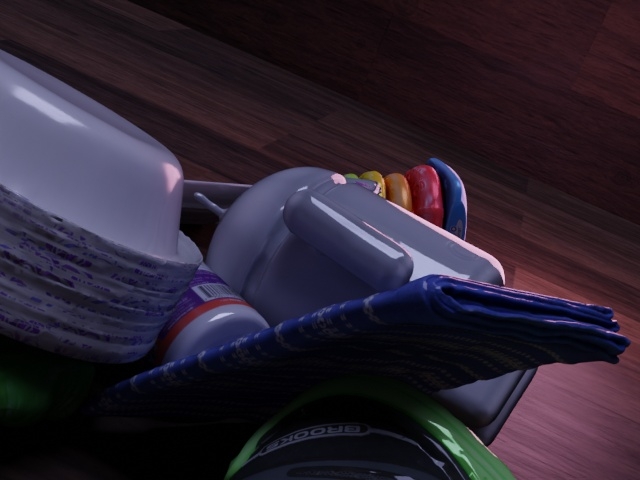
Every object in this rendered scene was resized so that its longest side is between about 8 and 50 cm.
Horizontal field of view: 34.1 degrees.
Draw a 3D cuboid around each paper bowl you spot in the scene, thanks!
[{"bbox_3d":[-0.217,-0.043,0.772,0.284,0.148,0.284,30,4,-2],"label":"paper bowl"}]

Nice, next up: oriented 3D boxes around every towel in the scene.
[{"bbox_3d":[0.023,0.097,0.755,0.243,0.336,0.040,13,63,-46],"label":"towel"}]

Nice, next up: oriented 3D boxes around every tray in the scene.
[{"bbox_3d":[-0.184,-0.044,1.253,0.145,0.030,0.270,-13,-9,38],"label":"tray"}]

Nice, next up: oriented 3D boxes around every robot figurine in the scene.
[{"bbox_3d":[0.034,0.058,1.005,0.353,0.199,0.300,30,-24,19],"label":"robot figurine"}]

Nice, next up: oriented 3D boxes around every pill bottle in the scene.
[{"bbox_3d":[-0.137,0.062,0.930,0.108,0.108,0.193,6,23,-44],"label":"pill bottle"}]

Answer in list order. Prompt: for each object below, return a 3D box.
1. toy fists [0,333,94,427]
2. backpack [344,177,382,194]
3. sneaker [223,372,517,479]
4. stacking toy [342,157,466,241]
[{"bbox_3d":[-0.301,0.059,0.760,0.279,0.096,0.142,31,9,32],"label":"toy fists"},{"bbox_3d":[0.000,0.000,1.227,0.166,0.144,0.188,3,22,4],"label":"backpack"},{"bbox_3d":[0.118,0.272,0.576,0.483,0.185,0.202,32,42,30],"label":"sneaker"},{"bbox_3d":[0.038,-0.035,1.441,0.302,0.175,0.166,7,17,-12],"label":"stacking toy"}]
